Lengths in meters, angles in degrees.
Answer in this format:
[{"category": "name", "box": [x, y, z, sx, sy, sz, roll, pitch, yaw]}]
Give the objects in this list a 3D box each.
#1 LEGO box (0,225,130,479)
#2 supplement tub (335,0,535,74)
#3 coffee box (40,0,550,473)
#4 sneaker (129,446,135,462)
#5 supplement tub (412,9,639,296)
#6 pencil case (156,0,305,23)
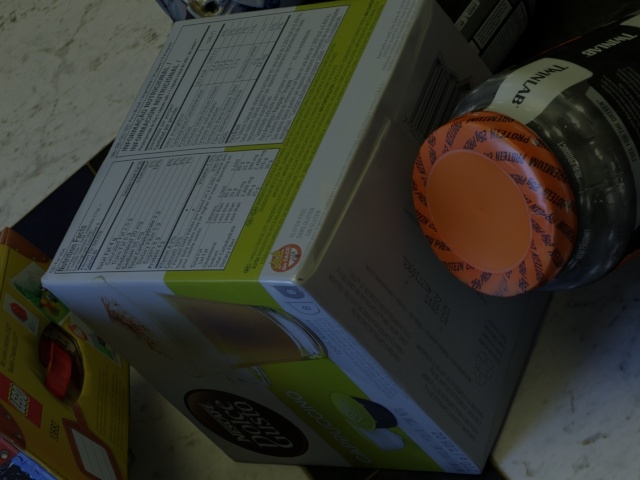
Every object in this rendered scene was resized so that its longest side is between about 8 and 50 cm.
[{"category": "LEGO box", "box": [-0.377, 0.249, 1.905, 0.372, 0.193, 0.500, -46, 17, 10]}, {"category": "supplement tub", "box": [0.110, -0.233, 2.139, 0.193, 0.193, 0.316, 16, 64, 47]}, {"category": "coffee box", "box": [0.000, 0.000, 1.882, 0.334, 0.337, 0.338, -2, 53, 39]}, {"category": "sneaker", "box": [-0.255, 0.223, 2.118, 0.067, 0.042, 0.118, -38, 40, -2]}, {"category": "supplement tub", "box": [0.254, -0.082, 1.751, 0.207, 0.207, 0.338, 9, 26, 45]}, {"category": "pencil case", "box": [-0.020, -0.401, 2.438, 0.410, 0.160, 0.183, -43, 21, -4]}]
